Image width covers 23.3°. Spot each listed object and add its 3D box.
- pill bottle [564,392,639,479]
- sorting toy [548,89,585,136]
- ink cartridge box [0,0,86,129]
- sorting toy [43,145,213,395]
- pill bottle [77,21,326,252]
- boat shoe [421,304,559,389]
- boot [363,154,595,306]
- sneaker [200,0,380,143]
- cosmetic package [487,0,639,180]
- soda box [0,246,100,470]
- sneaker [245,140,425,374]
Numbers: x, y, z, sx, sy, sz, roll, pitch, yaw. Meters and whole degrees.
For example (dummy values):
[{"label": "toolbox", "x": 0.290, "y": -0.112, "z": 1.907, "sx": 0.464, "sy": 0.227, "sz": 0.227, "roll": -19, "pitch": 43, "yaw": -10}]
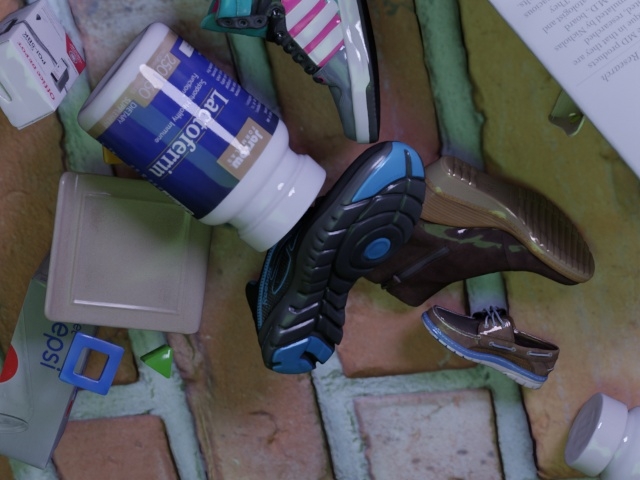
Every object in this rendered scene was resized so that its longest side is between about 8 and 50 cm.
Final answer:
[{"label": "pill bottle", "x": 0.423, "y": 0.278, "z": 1.922, "sx": 0.221, "sy": 0.121, "sz": 0.121, "roll": 26, "pitch": 120, "yaw": -5}, {"label": "sorting toy", "x": 0.289, "y": -0.151, "z": 1.727, "sx": 0.044, "sy": 0.075, "sz": 0.083, "roll": 20, "pitch": 121, "yaw": -2}, {"label": "ink cartridge box", "x": -0.330, "y": -0.202, "z": 1.765, "sx": 0.056, "sy": 0.135, "sz": 0.099, "roll": -22, "pitch": 114, "yaw": 19}, {"label": "sorting toy", "x": -0.231, "y": 0.013, "z": 1.873, "sx": 0.196, "sy": 0.047, "sz": 0.348, "roll": 6, "pitch": 94, "yaw": -19}, {"label": "pill bottle", "x": -0.132, "y": -0.113, "z": 1.775, "sx": 0.264, "sy": 0.153, "sz": 0.153, "roll": 38, "pitch": 118, "yaw": -13}, {"label": "boat shoe", "x": 0.210, "y": 0.115, "z": 1.902, "sx": 0.183, "sy": 0.066, "sz": 0.066, "roll": 25, "pitch": 112, "yaw": -20}, {"label": "boot", "x": 0.178, "y": 0.016, "z": 1.854, "sx": 0.248, "sy": 0.090, "sz": 0.207, "roll": 32, "pitch": 132, "yaw": -12}, {"label": "sneaker", "x": -0.038, "y": -0.234, "z": 1.703, "sx": 0.178, "sy": 0.124, "sz": 0.296, "roll": -10, "pitch": 110, "yaw": 9}, {"label": "cosmetic package", "x": 0.322, "y": -0.226, "z": 1.592, "sx": 0.161, "sy": 0.230, "sz": 0.453, "roll": -35, "pitch": 109, "yaw": 24}, {"label": "soda box", "x": -0.352, "y": 0.154, "z": 1.997, "sx": 0.098, "sy": 0.091, "sz": 0.286, "roll": 22, "pitch": 120, "yaw": -3}, {"label": "sneaker", "x": 0.000, "y": 0.000, "z": 1.811, "sx": 0.125, "sy": 0.140, "sz": 0.341, "roll": 7, "pitch": 131, "yaw": -36}]
